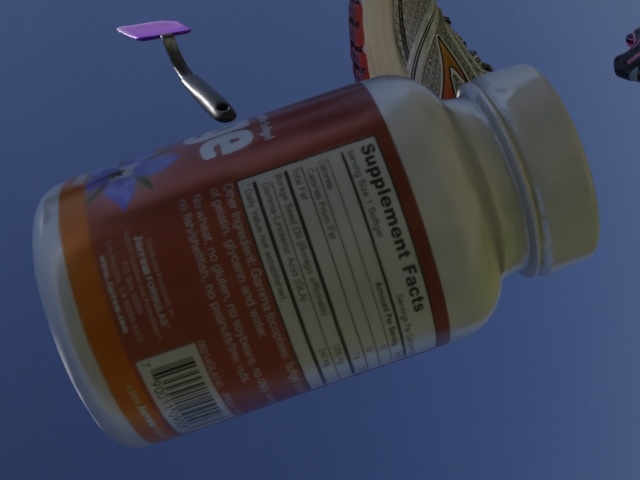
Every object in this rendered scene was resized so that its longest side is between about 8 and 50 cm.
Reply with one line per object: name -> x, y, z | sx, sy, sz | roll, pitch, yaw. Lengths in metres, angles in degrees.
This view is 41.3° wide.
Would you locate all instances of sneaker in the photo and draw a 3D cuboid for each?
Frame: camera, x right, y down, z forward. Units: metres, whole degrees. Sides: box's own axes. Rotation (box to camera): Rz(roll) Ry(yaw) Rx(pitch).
sneaker -> 0.069, -0.087, 0.507 | 0.088, 0.093, 0.225 | -81, -20, -85
sneaker -> 0.291, -0.178, 0.724 | 0.119, 0.057, 0.047 | -51, -46, -18

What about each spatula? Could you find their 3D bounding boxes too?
spatula -> -0.177, -0.226, 1.096 | 0.084, 0.296, 0.030 | -17, -44, -25

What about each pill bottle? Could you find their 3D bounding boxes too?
pill bottle -> 0.000, 0.000, 0.371 | 0.121, 0.216, 0.121 | 161, 90, -88
